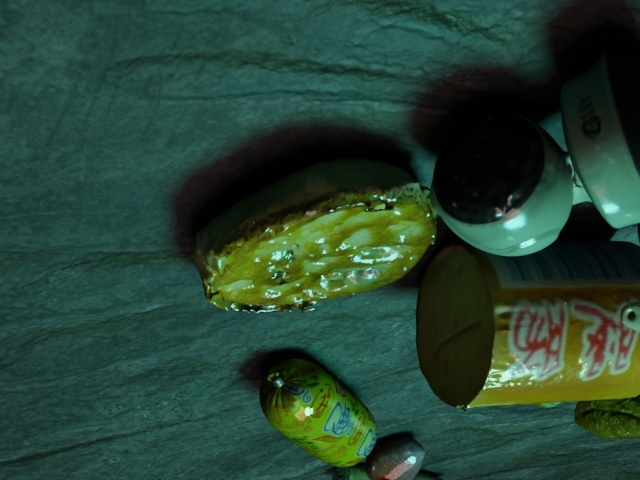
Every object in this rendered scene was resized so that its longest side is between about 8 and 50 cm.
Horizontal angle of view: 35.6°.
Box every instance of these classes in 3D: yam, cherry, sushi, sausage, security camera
[{"bbox_3d":[0.153,0.513,2.097,0.317,0.067,0.071,19,149,-39],"label":"yam"},{"bbox_3d":[0.149,0.436,1.958,0.126,0.087,0.106,-39,137,6],"label":"cherry"},{"bbox_3d":[0.569,0.281,1.811,0.140,0.149,0.287,-7,169,-28],"label":"sushi"},{"bbox_3d":[0.305,0.111,1.378,0.287,0.233,0.233,0,145,-22],"label":"sausage"},{"bbox_3d":[0.260,-0.081,1.115,0.277,0.197,0.191,-21,153,27],"label":"security camera"},{"bbox_3d":[0.002,0.288,1.637,0.123,0.123,0.347,-22,146,14],"label":"sausage"}]

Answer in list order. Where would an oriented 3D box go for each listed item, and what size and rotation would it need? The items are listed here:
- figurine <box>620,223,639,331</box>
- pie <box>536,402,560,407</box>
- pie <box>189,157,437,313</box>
[{"bbox_3d":[0.476,0.025,1.185,0.203,0.381,0.248,18,131,9],"label":"figurine"},{"bbox_3d":[0.291,0.208,1.592,0.240,0.054,0.240,17,165,5],"label":"pie"},{"bbox_3d":[0.000,0.000,1.229,0.315,0.092,0.315,-11,153,-6],"label":"pie"}]
